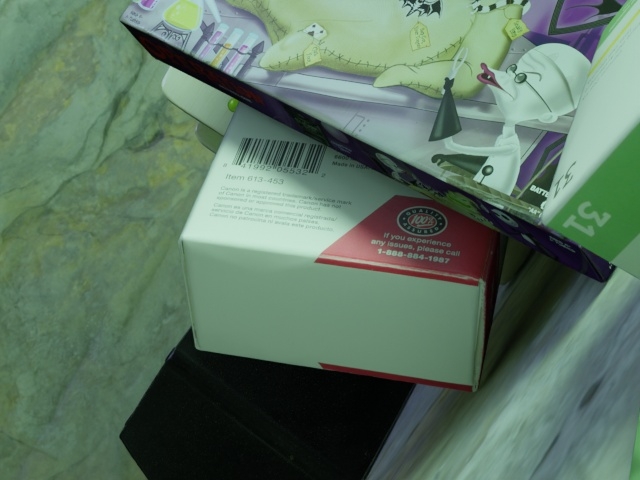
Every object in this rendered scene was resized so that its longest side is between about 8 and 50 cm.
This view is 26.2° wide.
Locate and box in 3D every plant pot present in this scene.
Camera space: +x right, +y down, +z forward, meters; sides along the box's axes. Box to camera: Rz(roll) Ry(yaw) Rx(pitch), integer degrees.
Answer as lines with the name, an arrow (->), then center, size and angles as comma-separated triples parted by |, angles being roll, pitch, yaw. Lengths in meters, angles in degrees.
plant pot -> -0.045, 0.131, 1.078 | 0.187, 0.167, 0.188 | -56, 1, 45

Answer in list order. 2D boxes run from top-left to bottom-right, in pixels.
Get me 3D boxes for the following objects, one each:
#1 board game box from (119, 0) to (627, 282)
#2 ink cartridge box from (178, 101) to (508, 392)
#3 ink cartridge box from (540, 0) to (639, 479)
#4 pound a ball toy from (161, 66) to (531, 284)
board game box -> 0.063, -0.138, 0.745 | 0.208, 0.347, 0.056 | -53, -38, -10
ink cartridge box -> 0.033, -0.038, 0.839 | 0.100, 0.172, 0.237 | 87, -164, -45
ink cartridge box -> 0.129, -0.040, 0.404 | 0.171, 0.056, 0.235 | -55, 6, 47
pound a ball toy -> 0.041, -0.083, 1.039 | 0.136, 0.319, 0.208 | -56, -15, -7
